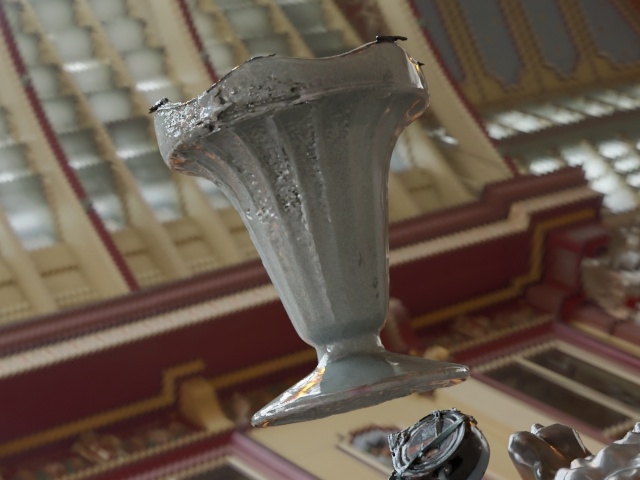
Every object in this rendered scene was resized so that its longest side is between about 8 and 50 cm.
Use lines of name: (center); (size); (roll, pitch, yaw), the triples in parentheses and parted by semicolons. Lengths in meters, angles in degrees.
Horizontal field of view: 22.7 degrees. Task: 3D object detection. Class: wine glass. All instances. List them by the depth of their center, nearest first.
wine glass: (0.000, 0.000, 0.913); (0.165, 0.165, 0.196); (-2, -105, -42)

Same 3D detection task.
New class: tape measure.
tape measure: (0.103, 0.194, 1.420); (0.054, 0.094, 0.091); (50, -151, -28)

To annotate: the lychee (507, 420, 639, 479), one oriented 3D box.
lychee: (0.265, 0.273, 0.950); (0.380, 0.432, 0.380); (-35, -22, -16)
